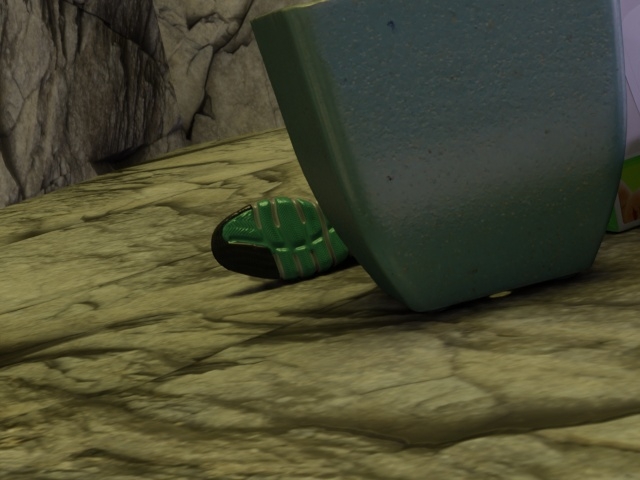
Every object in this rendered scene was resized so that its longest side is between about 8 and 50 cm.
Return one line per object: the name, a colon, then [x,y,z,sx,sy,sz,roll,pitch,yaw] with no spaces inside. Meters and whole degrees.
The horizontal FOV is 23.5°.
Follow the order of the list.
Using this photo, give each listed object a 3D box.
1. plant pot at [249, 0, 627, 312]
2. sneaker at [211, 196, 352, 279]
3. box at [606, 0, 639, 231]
plant pot: [0.102,-0.085,1.215,0.248,0.252,0.247,-14,8,-7]
sneaker: [0.000,0.000,1.520,0.223,0.083,0.098,-10,-14,-12]
box: [0.300,-0.166,1.395,0.231,0.262,0.127,-17,14,-24]
